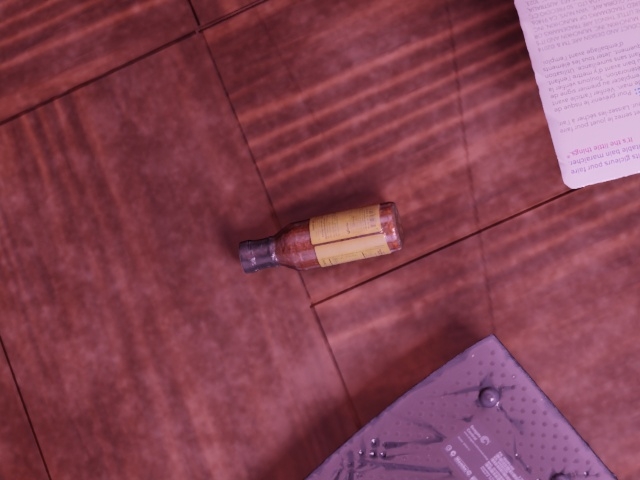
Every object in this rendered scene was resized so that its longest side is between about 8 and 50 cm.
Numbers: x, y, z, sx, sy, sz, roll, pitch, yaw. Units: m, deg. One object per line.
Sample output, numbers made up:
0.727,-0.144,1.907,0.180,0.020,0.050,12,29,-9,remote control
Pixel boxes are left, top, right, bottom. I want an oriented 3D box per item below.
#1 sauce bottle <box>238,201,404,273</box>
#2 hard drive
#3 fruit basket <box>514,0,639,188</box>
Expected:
0.000,0.000,1.365,0.128,0.042,0.042,-10,78,10,sauce bottle
0.083,0.211,1.302,0.254,0.054,0.172,-41,74,3,hard drive
0.293,-0.236,1.279,0.327,0.165,0.353,-14,81,2,fruit basket
